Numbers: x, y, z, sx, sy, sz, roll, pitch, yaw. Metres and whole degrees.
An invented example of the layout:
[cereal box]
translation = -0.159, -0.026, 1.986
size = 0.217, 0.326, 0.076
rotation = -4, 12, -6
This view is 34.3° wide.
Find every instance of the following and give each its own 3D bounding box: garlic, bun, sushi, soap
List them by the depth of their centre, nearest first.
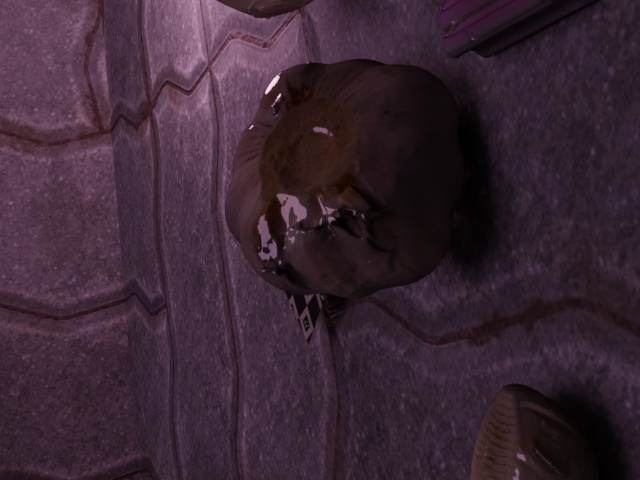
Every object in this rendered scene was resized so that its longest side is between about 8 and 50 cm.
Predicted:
[bun]
translation = 0.223, 0.234, 1.053
size = 0.173, 0.113, 0.167
rotation = -89, 11, -63
[soap]
translation = 0.197, -0.274, 1.081
size = 0.203, 0.065, 0.122
rotation = 165, 100, -66
[garlic]
translation = 0.028, -0.076, 1.253
size = 0.241, 0.322, 0.322
rotation = 86, 166, -56
[sushi]
translation = 0.000, 0.000, 1.614
size = 0.279, 0.043, 0.192
rotation = 108, 148, -41

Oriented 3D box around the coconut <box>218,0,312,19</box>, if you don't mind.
[coconut]
translation = -0.079, -0.426, 1.425
size = 0.245, 0.247, 0.245
rotation = 53, 179, 2
